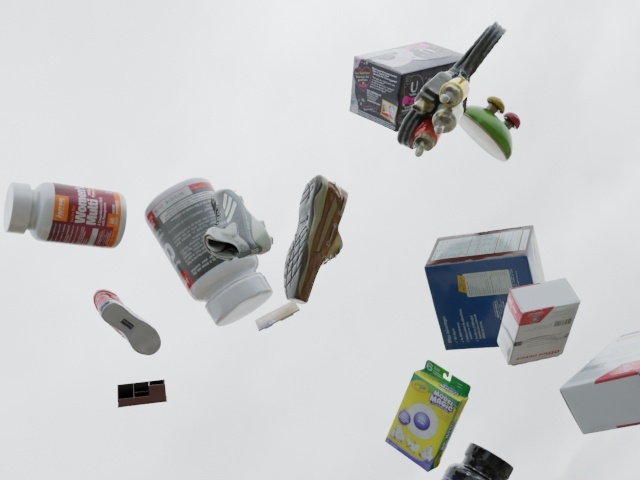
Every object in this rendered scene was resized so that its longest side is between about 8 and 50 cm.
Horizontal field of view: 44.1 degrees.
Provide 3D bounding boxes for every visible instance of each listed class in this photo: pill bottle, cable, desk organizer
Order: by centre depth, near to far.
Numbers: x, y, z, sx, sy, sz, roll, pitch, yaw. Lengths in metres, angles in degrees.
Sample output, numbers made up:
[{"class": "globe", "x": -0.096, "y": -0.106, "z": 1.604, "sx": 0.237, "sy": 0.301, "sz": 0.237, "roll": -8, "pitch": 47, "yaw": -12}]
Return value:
[{"class": "cable", "x": 0.199, "y": -0.211, "z": 1.133, "sx": 0.287, "sy": 0.072, "sz": 0.139, "roll": -43, "pitch": -14, "yaw": -43}, {"class": "pill bottle", "x": 0.269, "y": 0.498, "z": 1.479, "sx": 0.219, "sy": 0.123, "sz": 0.123, "roll": -58, "pitch": -33, "yaw": -12}, {"class": "pill bottle", "x": -0.514, "y": -0.053, "z": 1.595, "sx": 0.221, "sy": 0.121, "sz": 0.121, "roll": 7, "pitch": -54, "yaw": -30}, {"class": "pill bottle", "x": -0.230, "y": 0.025, "z": 1.638, "sx": 0.161, "sy": 0.283, "sz": 0.161, "roll": -31, "pitch": -14, "yaw": -8}, {"class": "desk organizer", "x": -0.478, "y": 0.409, "z": 2.115, "sx": 0.130, "sy": 0.047, "sz": 0.050, "roll": -5, "pitch": -82, "yaw": -11}]

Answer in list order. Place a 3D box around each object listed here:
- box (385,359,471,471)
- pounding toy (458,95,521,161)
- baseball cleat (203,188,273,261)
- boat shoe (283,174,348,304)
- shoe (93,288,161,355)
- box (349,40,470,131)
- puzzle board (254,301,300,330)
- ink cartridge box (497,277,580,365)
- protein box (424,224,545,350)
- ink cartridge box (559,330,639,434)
[{"class": "box", "x": 0.197, "y": 0.317, "z": 1.439, "sx": 0.043, "sy": 0.105, "sz": 0.179, "roll": -2, "pitch": -64, "yaw": -54}, {"class": "pounding toy", "x": 0.419, "y": -0.315, "z": 1.991, "sx": 0.110, "sy": 0.237, "sz": 0.183, "roll": -45, "pitch": -20, "yaw": 2}, {"class": "baseball cleat", "x": -0.166, "y": -0.031, "z": 1.370, "sx": 0.109, "sy": 0.206, "sz": 0.072, "roll": -18, "pitch": -59, "yaw": -27}, {"class": "boat shoe", "x": 0.000, "y": 0.000, "z": 1.936, "sx": 0.120, "sy": 0.122, "sz": 0.324, "roll": 19, "pitch": -105, "yaw": -20}, {"class": "shoe", "x": -0.412, "y": 0.171, "z": 1.685, "sx": 0.063, "sy": 0.081, "sz": 0.178, "roll": -44, "pitch": -52, "yaw": -6}, {"class": "box", "x": 0.210, "y": -0.364, "z": 1.833, "sx": 0.247, "sy": 0.163, "sz": 0.142, "roll": -20, "pitch": -52, "yaw": -37}, {"class": "puzzle board", "x": -0.121, "y": 0.213, "z": 2.218, "sx": 0.128, "sy": 0.096, "sz": 0.011, "roll": -28, "pitch": -75, "yaw": -5}, {"class": "ink cartridge box", "x": 0.345, "y": 0.131, "z": 1.260, "sx": 0.099, "sy": 0.056, "sz": 0.135, "roll": -10, "pitch": -44, "yaw": -10}, {"class": "protein box", "x": 0.337, "y": 0.097, "z": 1.581, "sx": 0.136, "sy": 0.201, "sz": 0.200, "roll": -53, "pitch": -50, "yaw": -57}, {"class": "ink cartridge box", "x": 0.431, "y": 0.183, "z": 1.074, "sx": 0.175, "sy": 0.072, "sz": 0.127, "roll": -25, "pitch": -4, "yaw": -40}]
